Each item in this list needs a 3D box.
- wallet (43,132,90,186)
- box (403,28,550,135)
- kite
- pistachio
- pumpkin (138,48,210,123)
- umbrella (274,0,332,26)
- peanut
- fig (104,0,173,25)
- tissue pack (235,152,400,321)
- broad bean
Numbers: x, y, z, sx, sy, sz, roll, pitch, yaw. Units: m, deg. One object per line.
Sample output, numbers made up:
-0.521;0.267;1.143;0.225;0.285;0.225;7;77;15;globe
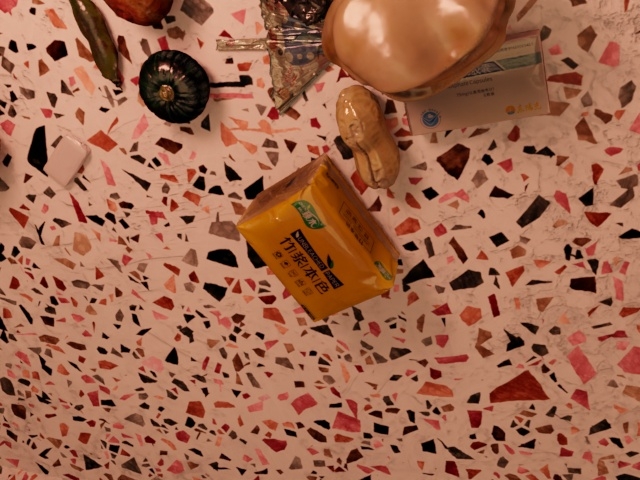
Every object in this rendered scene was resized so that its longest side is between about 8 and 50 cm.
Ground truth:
-0.782;-0.249;2.177;0.095;0.033;0.190;41;124;-12;wallet
0.372;-0.380;1.727;0.343;0.065;0.200;-7;119;20;box
-0.101;-0.512;1.819;0.368;0.014;0.406;3;123;16;kite
0.204;-0.486;1.565;0.445;0.365;0.281;-8;162;28;pistachio
-0.393;-0.410;1.894;0.202;0.140;0.202;7;125;10;pumpkin
-0.100;-0.655;1.670;0.336;0.154;0.128;49;126;8;umbrella
0.125;-0.264;1.840;0.130;0.130;0.290;-15;118;24;peanut
-0.454;-0.641;1.753;0.205;0.205;0.205;8;123;12;fig
0.000;0.000;1.981;0.293;0.228;0.382;-27;109;31;tissue pack
-0.608;-0.561;1.910;0.077;0.061;0.339;-1;121;31;broad bean
